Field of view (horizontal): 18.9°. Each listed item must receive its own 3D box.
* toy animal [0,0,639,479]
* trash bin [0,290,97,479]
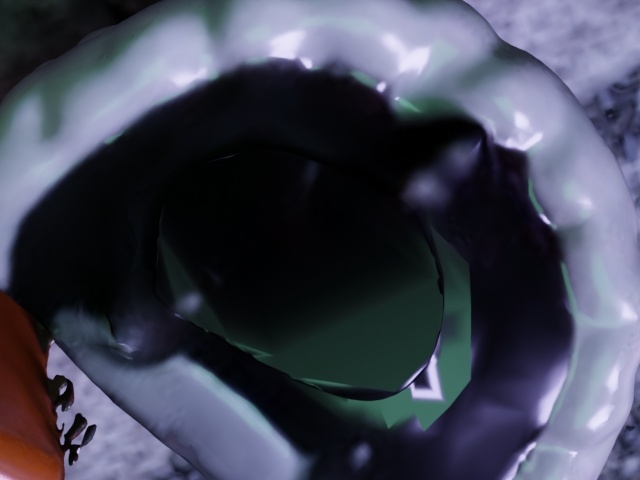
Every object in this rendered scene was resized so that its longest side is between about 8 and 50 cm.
[{"bbox_3d":[0.000,0.000,0.585,0.208,0.204,0.156,43,91,-8],"label":"toy animal"},{"bbox_3d":[-0.199,0.027,0.597,0.238,0.161,0.184,28,113,-30],"label":"trash bin"}]
